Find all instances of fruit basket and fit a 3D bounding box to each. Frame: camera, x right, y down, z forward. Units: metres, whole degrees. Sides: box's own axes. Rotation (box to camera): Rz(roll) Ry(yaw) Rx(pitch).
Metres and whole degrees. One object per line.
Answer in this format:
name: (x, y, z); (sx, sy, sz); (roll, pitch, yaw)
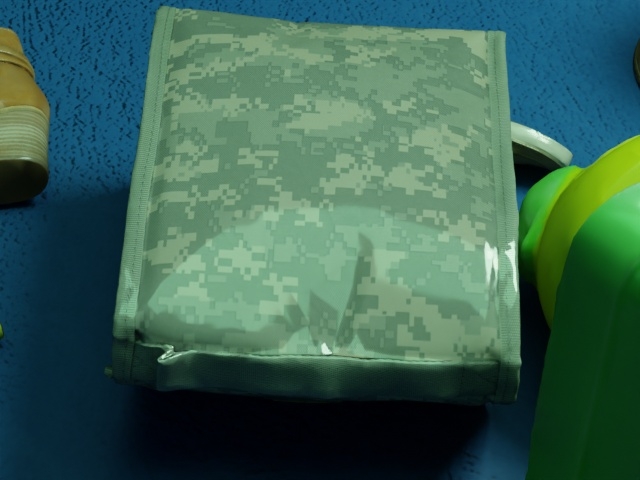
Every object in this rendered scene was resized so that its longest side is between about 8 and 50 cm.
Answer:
fruit basket: (0.253, 0.014, 1.111); (0.392, 0.283, 0.392); (2, 43, -2)

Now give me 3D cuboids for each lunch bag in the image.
lunch bag: (0.000, 0.000, 1.194); (0.235, 0.169, 0.287); (4, 40, 0)

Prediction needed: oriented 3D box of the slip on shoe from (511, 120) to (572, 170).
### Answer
slip on shoe: (0.107, -0.068, 1.364); (0.135, 0.051, 0.041); (20, 86, 5)

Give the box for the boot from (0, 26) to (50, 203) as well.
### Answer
boot: (-0.285, -0.089, 1.337); (0.197, 0.073, 0.152); (2, 44, -20)

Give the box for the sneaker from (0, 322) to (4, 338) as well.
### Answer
sneaker: (-0.238, 0.043, 1.229); (0.083, 0.031, 0.035); (30, 50, 25)

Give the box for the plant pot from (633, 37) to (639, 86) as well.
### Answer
plant pot: (0.321, -0.181, 1.404); (0.167, 0.165, 0.167); (2, 45, -2)
